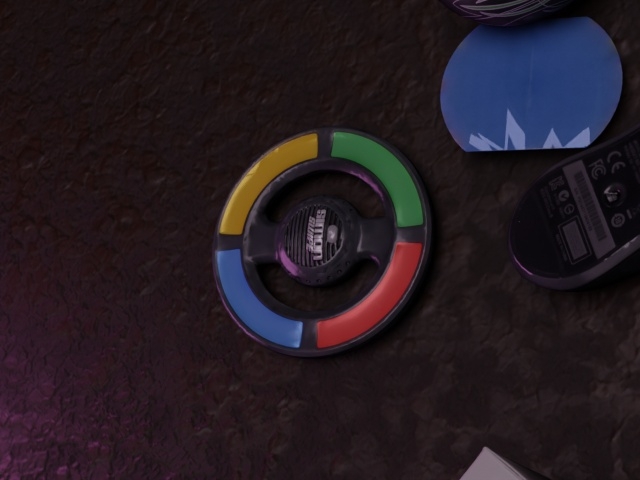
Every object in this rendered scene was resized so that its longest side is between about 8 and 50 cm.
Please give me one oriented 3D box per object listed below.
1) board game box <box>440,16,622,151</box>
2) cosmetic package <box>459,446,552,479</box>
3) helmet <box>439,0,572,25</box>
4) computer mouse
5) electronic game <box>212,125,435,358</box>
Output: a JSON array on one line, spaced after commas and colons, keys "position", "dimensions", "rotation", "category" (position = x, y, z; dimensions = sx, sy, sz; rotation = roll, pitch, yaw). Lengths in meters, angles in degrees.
[{"position": [0.197, -0.139, 1.384], "dimensions": [0.169, 0.033, 0.133], "rotation": [-1, 69, 20], "category": "board game box"}, {"position": [0.101, 0.361, 1.181], "dimensions": [0.155, 0.197, 0.365], "rotation": [38, 91, 30], "category": "cosmetic package"}, {"position": [0.177, -0.277, 1.361], "dimensions": [0.169, 0.169, 0.161], "rotation": [-11, 53, 22], "category": "helmet"}, {"position": [0.289, -0.033, 1.271], "dimensions": [0.272, 0.072, 0.188], "rotation": [-26, 59, 27], "category": "computer mouse"}, {"position": [0.000, 0.000, 1.422], "dimensions": [0.229, 0.048, 0.229], "rotation": [-8, 71, 23], "category": "electronic game"}]
